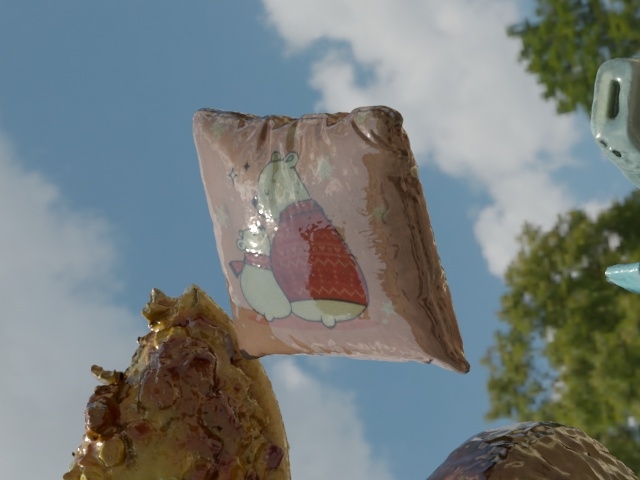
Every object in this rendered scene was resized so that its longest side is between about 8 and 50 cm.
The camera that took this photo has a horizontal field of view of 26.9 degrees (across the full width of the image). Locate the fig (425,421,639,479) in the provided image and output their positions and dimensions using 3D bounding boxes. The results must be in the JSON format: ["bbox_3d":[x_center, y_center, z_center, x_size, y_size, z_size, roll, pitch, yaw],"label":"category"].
[{"bbox_3d":[0.242,0.329,1.187,0.286,0.368,0.286,-12,-70,-35],"label":"fig"}]

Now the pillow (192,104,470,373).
[{"bbox_3d":[0.000,0.000,1.062,0.084,0.236,0.223,-28,-66,-44],"label":"pillow"}]

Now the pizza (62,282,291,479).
[{"bbox_3d":[-0.127,0.186,1.219,0.228,0.081,0.290,-13,-91,-33],"label":"pizza"}]

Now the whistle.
[{"bbox_3d":[0.250,-0.048,0.820,0.274,0.093,0.186,18,-98,-44],"label":"whistle"}]
